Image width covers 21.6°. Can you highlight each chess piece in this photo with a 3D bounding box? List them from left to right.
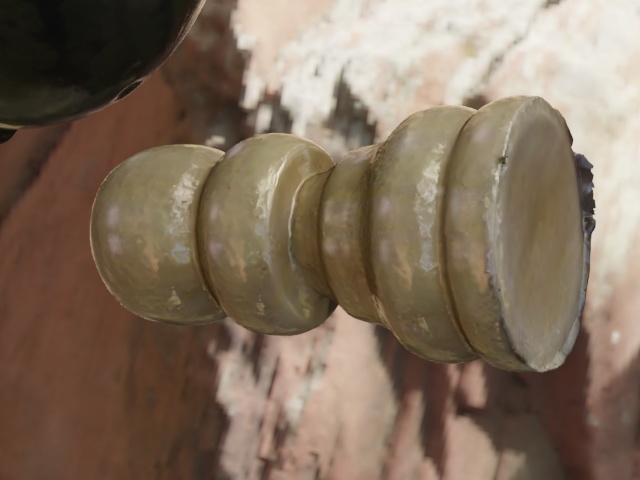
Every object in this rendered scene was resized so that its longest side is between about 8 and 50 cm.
[{"bbox_3d":[0.000,0.000,0.878,0.143,0.261,0.142,7,82,-62],"label":"chess piece"}]

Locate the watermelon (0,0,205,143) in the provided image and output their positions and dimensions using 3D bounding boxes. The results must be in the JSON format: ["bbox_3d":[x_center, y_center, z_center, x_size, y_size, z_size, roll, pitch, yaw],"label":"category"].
[{"bbox_3d":[-0.194,-0.217,1.012,0.279,0.279,0.359,-55,149,-37],"label":"watermelon"}]
